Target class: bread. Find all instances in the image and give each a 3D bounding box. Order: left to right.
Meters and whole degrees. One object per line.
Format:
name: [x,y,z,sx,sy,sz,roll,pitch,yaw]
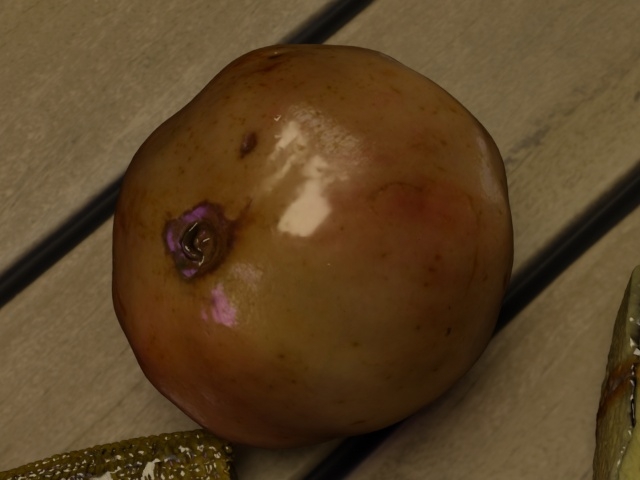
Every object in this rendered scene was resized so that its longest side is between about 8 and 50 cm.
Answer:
bread: [0.328,0.168,1.362,0.142,0.178,0.266,-13,51,40]

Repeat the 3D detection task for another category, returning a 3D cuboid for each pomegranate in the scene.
pomegranate: [0.000,0.000,1.368,0.411,0.411,0.411,-4,61,8]

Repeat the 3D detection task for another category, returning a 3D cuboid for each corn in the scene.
corn: [-0.232,0.260,1.404,0.318,0.115,0.115,-16,60,0]
